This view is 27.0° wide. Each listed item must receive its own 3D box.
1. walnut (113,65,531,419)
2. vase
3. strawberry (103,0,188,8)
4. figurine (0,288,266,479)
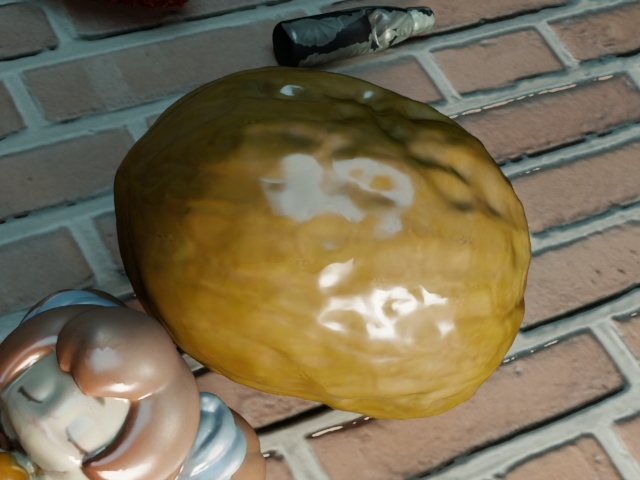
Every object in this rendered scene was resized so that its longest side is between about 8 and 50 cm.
[{"bbox_3d":[0.000,0.000,1.246,0.398,0.354,0.308,17,94,-8],"label":"walnut"},{"bbox_3d":[0.047,-0.251,1.598,0.211,0.060,0.060,-16,62,-25],"label":"vase"},{"bbox_3d":[-0.277,-0.348,1.549,0.286,0.106,0.188,35,57,-7],"label":"strawberry"},{"bbox_3d":[-0.238,0.200,1.093,0.276,0.248,0.388,43,59,11],"label":"figurine"}]
